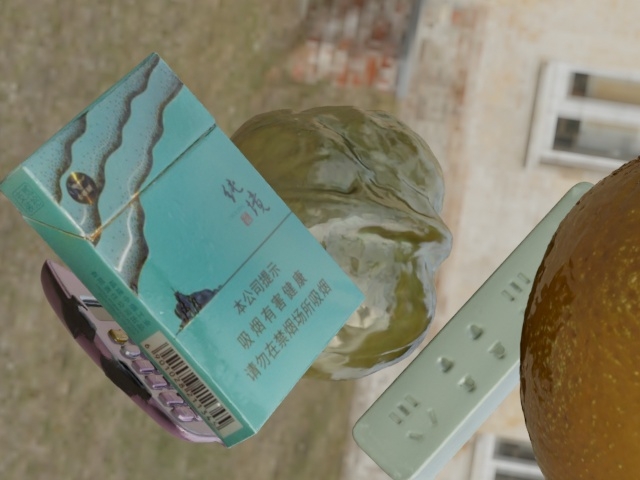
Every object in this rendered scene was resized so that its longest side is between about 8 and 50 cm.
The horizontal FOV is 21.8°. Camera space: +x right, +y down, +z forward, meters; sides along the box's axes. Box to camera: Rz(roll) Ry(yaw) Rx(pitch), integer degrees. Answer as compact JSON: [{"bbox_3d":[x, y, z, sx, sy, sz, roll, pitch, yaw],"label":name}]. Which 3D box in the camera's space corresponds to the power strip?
[{"bbox_3d":[0.190,0.089,1.707,0.385,0.091,0.062,-48,158,1],"label":"power strip"}]

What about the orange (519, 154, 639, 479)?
[{"bbox_3d":[0.243,0.070,0.952,0.274,0.274,0.274,9,90,-85],"label":"orange"}]

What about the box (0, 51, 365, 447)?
[{"bbox_3d":[-0.087,0.003,1.113,0.041,0.229,0.162,-33,-170,43],"label":"box"}]

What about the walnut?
[{"bbox_3d":[0.000,-0.002,1.749,0.253,0.277,0.282,-52,-141,40],"label":"walnut"}]

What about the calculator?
[{"bbox_3d":[-0.199,0.137,1.914,0.043,0.294,0.194,-49,159,13],"label":"calculator"}]
